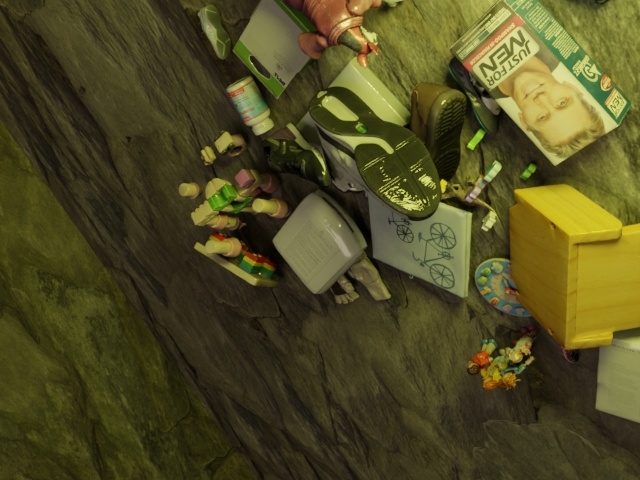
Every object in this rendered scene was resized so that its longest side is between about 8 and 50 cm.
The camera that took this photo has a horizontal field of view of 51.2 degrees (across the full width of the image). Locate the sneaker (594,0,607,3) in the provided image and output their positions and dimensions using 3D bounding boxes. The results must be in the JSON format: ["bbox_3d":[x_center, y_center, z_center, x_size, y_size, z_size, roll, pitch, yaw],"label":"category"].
[{"bbox_3d":[0.480,-0.505,1.266,0.178,0.072,0.077,39,153,15],"label":"sneaker"}]

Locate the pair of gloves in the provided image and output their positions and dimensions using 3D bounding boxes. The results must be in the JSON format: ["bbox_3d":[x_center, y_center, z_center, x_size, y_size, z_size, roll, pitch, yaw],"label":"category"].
[{"bbox_3d":[0.101,0.123,2.206,0.240,0.042,0.204,-7,120,44],"label":"pair of gloves"}]

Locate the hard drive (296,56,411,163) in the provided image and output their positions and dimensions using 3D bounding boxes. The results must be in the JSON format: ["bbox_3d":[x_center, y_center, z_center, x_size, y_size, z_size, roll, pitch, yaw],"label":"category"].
[{"bbox_3d":[0.080,-0.305,1.824,0.233,0.047,0.353,46,143,-3],"label":"hard drive"}]

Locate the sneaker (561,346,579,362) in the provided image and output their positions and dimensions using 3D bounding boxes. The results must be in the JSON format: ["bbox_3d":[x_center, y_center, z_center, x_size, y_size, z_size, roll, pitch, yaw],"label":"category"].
[{"bbox_3d":[0.692,0.287,1.836,0.057,0.047,0.119,-17,115,36],"label":"sneaker"}]

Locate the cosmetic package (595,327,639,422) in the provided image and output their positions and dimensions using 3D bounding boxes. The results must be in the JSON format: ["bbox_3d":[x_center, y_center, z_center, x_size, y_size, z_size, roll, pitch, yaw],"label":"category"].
[{"bbox_3d":[0.898,0.360,1.672,0.377,0.097,0.284,14,135,33],"label":"cosmetic package"}]

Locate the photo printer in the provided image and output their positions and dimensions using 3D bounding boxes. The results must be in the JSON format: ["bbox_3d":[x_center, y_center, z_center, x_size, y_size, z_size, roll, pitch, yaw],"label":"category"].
[{"bbox_3d":[0.000,0.000,2.103,0.256,0.107,0.307,50,140,9],"label":"photo printer"}]

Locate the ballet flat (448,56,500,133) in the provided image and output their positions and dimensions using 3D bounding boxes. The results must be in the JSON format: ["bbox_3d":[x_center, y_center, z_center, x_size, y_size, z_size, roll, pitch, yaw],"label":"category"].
[{"bbox_3d":[0.367,-0.337,1.521,0.074,0.074,0.203,-22,106,50],"label":"ballet flat"}]

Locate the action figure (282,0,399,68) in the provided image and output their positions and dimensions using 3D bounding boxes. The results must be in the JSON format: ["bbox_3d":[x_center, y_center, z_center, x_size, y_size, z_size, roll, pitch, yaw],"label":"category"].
[{"bbox_3d":[0.011,-0.540,1.466,0.248,0.276,0.370,-42,73,19],"label":"action figure"}]

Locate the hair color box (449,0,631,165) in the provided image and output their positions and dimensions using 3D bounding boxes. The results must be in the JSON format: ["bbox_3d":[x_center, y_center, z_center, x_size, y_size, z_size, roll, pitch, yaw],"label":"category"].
[{"bbox_3d":[0.458,-0.345,1.403,0.347,0.105,0.174,46,143,-4],"label":"hair color box"}]

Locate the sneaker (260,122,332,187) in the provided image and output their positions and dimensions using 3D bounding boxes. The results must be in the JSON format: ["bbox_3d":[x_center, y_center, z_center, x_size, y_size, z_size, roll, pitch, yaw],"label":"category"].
[{"bbox_3d":[-0.071,-0.207,1.813,0.283,0.124,0.107,51,165,47],"label":"sneaker"}]

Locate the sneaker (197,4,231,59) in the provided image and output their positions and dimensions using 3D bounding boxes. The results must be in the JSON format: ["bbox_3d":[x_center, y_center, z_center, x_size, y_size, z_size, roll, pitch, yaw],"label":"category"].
[{"bbox_3d":[-0.301,-0.590,1.900,0.061,0.054,0.152,10,126,47],"label":"sneaker"}]

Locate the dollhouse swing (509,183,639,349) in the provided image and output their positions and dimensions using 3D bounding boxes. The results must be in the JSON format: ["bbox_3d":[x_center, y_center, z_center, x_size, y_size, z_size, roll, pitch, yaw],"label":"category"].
[{"bbox_3d":[0.667,0.036,1.590,0.315,0.305,0.346,-122,14,-54],"label":"dollhouse swing"}]

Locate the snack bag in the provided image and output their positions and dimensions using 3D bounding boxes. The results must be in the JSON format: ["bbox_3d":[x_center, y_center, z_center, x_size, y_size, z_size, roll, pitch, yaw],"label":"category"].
[{"bbox_3d":[0.276,-0.010,1.922,0.343,0.037,0.323,23,140,33],"label":"snack bag"}]

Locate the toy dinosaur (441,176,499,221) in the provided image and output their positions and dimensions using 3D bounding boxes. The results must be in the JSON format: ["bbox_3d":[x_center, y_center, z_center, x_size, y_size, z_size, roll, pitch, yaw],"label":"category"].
[{"bbox_3d":[0.389,-0.115,1.736,0.183,0.053,0.092,22,154,32],"label":"toy dinosaur"}]

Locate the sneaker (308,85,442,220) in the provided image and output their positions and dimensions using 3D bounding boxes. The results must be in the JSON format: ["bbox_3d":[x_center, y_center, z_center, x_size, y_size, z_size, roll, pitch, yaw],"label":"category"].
[{"bbox_3d":[0.145,-0.173,1.680,0.447,0.169,0.257,51,169,30],"label":"sneaker"}]

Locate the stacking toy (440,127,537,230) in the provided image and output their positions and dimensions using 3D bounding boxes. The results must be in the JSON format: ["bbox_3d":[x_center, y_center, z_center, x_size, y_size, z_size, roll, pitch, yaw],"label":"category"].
[{"bbox_3d":[0.395,-0.143,1.631,0.167,0.052,0.221,31,126,-2],"label":"stacking toy"}]

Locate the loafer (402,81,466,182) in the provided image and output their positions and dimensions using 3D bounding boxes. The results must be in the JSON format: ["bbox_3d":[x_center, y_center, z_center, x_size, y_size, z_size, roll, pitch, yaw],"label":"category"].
[{"bbox_3d":[0.268,-0.248,1.650,0.130,0.134,0.366,49,153,29],"label":"loafer"}]

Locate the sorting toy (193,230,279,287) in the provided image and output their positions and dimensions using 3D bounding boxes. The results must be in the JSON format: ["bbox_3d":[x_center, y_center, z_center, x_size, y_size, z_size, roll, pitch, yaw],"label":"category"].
[{"bbox_3d":[-0.275,0.061,2.355,0.257,0.089,0.255,30,-178,14],"label":"sorting toy"}]

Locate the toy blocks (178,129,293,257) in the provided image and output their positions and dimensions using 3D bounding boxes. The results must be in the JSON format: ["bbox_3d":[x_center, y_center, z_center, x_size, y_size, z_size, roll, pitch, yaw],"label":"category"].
[{"bbox_3d":[-0.254,-0.140,2.171,0.289,0.260,0.309,-38,71,24],"label":"toy blocks"}]

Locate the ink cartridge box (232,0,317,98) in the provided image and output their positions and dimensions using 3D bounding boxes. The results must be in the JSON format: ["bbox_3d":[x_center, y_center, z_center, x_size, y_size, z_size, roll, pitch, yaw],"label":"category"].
[{"bbox_3d":[-0.096,-0.522,1.739,0.189,0.097,0.255,47,144,-4],"label":"ink cartridge box"}]

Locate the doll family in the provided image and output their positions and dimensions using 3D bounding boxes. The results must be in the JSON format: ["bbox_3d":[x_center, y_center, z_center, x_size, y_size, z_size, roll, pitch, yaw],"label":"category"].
[{"bbox_3d":[0.542,0.360,1.933,0.118,0.163,0.263,48,142,-5],"label":"doll family"}]

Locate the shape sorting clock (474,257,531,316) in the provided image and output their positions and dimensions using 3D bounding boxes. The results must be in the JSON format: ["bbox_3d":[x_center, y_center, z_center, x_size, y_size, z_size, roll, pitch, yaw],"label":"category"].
[{"bbox_3d":[0.521,0.133,1.842,0.206,0.040,0.206,24,138,24],"label":"shape sorting clock"}]

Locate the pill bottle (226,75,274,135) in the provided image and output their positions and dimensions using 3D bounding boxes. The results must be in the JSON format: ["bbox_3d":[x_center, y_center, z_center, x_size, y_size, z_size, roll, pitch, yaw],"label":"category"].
[{"bbox_3d":[-0.202,-0.393,1.958,0.087,0.087,0.160,-7,120,45],"label":"pill bottle"}]
